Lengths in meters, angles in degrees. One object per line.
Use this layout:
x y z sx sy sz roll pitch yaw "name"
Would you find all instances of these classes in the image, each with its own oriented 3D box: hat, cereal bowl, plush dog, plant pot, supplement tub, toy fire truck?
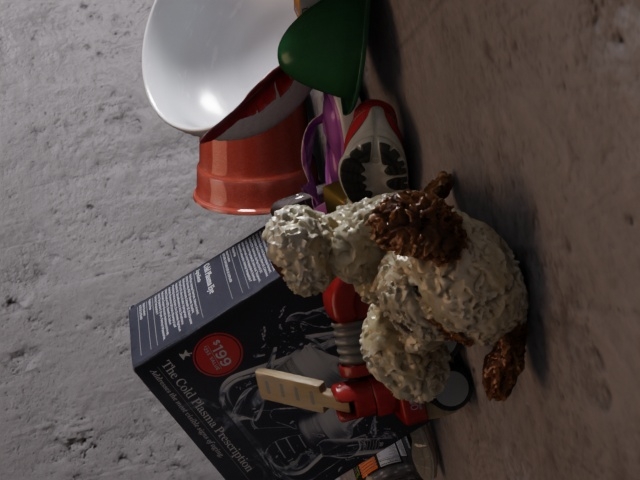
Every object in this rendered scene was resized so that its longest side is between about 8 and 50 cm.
-0.044 -0.239 1.133 0.173 0.183 0.208 109 165 -65 "hat"
-0.107 -0.304 1.410 0.141 0.339 0.339 18 -133 -51 "cereal bowl"
0.108 0.030 0.888 0.262 0.210 0.225 49 169 -24 "plush dog"
0.061 -0.042 1.353 0.083 0.081 0.081 -139 33 -58 "plant pot"
0.110 0.377 1.637 0.117 0.117 0.190 84 169 -50 "supplement tub"
0.038 0.129 1.175 0.158 0.246 0.217 -160 56 -81 "toy fire truck"
-0.134 -0.221 1.885 0.272 0.272 0.265 -119 24 -64 "plant pot"

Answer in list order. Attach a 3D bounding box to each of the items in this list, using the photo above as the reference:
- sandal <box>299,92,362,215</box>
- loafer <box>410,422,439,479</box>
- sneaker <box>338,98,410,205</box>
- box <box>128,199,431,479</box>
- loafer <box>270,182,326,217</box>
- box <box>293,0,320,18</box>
0.012 -0.116 1.483 0.416 0.102 0.169 86 168 -55 "sandal"
0.162 0.308 1.442 0.045 0.039 0.125 -7 102 50 "loafer"
0.076 -0.068 1.212 0.279 0.107 0.118 91 -177 -53 "sneaker"
-0.055 0.178 1.370 0.343 0.312 0.179 56 -178 -27 "box"
0.000 0.000 1.787 0.366 0.134 0.130 66 -177 -72 "loafer"
0.006 -0.330 1.187 0.136 0.081 0.028 92 158 -65 "box"
